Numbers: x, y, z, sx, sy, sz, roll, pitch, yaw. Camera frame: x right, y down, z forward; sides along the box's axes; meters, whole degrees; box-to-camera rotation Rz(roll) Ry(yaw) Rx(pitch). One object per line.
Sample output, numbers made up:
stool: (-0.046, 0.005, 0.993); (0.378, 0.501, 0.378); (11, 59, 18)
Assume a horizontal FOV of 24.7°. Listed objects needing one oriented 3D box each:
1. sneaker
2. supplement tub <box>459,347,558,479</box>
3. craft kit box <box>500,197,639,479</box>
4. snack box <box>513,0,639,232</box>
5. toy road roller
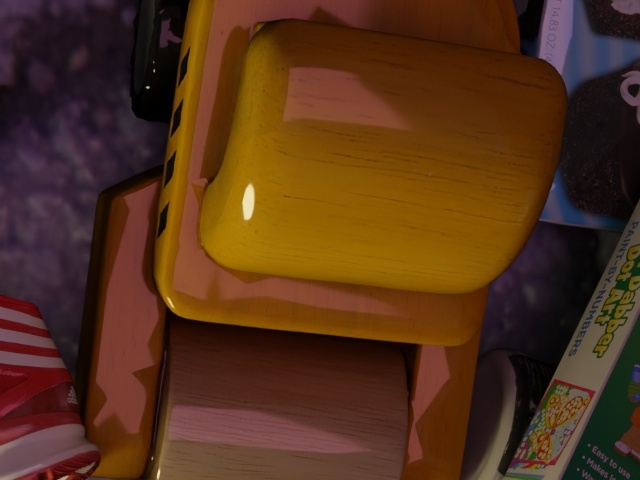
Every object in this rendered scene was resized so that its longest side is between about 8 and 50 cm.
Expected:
sneaker: (-0.227, 0.090, 0.720); (0.221, 0.087, 0.128); (-18, 74, -3)
supplement tub: (0.163, 0.144, 0.838); (0.190, 0.117, 0.117); (23, 91, -15)
craft kit box: (0.246, 0.098, 0.786); (0.250, 0.061, 0.246); (37, 64, -17)
snack box: (0.210, -0.162, 0.842); (0.187, 0.060, 0.321); (7, 94, -15)
toy road roller: (0.000, 0.000, 0.717); (0.203, 0.240, 0.329); (7, 95, -14)
